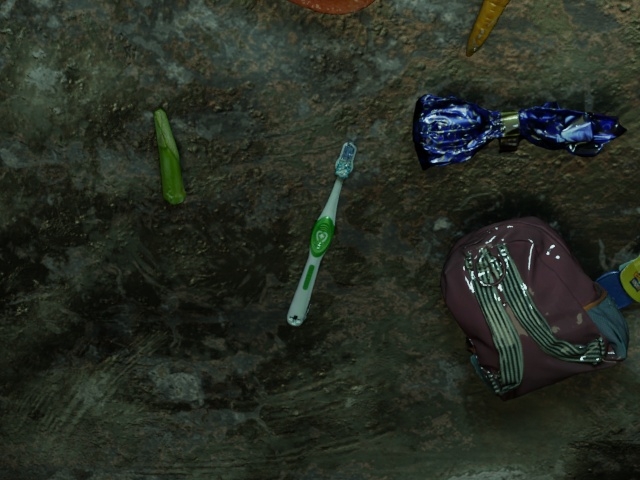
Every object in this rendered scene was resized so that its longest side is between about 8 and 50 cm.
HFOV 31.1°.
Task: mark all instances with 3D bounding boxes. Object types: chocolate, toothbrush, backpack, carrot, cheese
[{"bbox_3d":[0.328,-0.185,1.895,0.343,0.126,0.148,-2,158,10],"label":"chocolate"},{"bbox_3d":[0.001,-0.003,2.110,0.042,0.040,0.418,18,126,-1],"label":"toothbrush"},{"bbox_3d":[0.356,0.112,2.006,0.283,0.197,0.317,-25,111,25],"label":"backpack"},{"bbox_3d":[0.283,-0.394,1.809,0.061,0.061,0.257,19,124,0],"label":"carrot"},{"bbox_3d":[0.600,0.043,1.994,0.250,0.064,0.156,-33,107,23],"label":"cheese"}]

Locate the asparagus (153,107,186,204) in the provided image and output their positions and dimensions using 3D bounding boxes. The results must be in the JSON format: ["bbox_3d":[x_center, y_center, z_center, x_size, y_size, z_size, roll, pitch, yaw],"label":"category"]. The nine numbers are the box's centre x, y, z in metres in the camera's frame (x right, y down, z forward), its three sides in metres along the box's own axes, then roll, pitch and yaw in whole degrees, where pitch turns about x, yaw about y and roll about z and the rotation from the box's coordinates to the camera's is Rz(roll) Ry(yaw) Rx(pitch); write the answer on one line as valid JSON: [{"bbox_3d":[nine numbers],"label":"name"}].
[{"bbox_3d":[-0.273,-0.152,2.070,0.041,0.045,0.178,-15,121,-19],"label":"asparagus"}]

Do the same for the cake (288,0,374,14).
[{"bbox_3d":[-0.006,-0.468,1.774,0.283,0.151,0.177,24,133,-3],"label":"cake"}]
